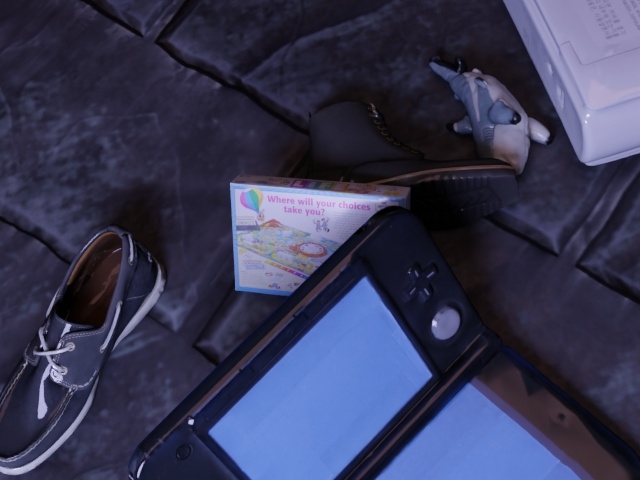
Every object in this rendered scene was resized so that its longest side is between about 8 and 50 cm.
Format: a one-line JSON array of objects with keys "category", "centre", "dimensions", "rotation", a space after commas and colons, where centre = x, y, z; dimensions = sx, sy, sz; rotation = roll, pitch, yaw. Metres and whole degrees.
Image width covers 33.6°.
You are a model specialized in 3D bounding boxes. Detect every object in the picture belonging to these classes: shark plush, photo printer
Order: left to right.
[{"category": "shark plush", "centre": [0.141, -0.122, 0.985], "dimensions": [0.067, 0.073, 0.161], "rotation": [-47, 65, 21]}, {"category": "photo printer", "centre": [0.341, -0.222, 0.965], "dimensions": [0.307, 0.107, 0.256], "rotation": [-18, 58, 1]}]

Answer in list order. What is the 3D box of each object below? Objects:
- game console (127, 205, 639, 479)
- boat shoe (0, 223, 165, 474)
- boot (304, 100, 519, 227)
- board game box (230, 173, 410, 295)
[{"category": "game console", "centre": [0.056, 0.167, 0.781], "dimensions": [0.293, 0.250, 0.173], "rotation": [-44, 36, -14]}, {"category": "boat shoe", "centre": [-0.226, 0.092, 0.928], "dimensions": [0.084, 0.079, 0.233], "rotation": [24, 70, 21]}, {"category": "boot", "centre": [0.075, -0.082, 0.964], "dimensions": [0.197, 0.077, 0.137], "rotation": [-7, 55, 10]}, {"category": "board game box", "centre": [0.000, 0.000, 0.920], "dimensions": [0.154, 0.103, 0.026], "rotation": [6, 24, 14]}]
